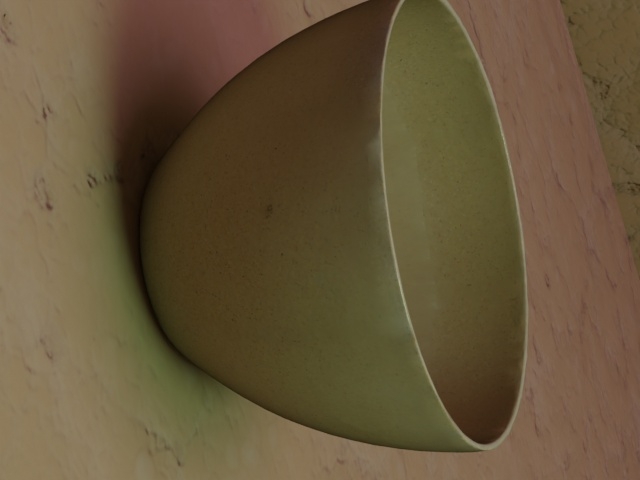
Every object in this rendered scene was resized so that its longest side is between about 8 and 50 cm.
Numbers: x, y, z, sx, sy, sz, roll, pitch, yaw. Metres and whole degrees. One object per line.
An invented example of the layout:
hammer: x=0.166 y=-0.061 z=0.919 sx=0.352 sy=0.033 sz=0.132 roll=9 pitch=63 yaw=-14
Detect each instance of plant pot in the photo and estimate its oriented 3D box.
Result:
plant pot: x=0.000 y=0.000 z=1.121 sx=0.284 sy=0.191 sz=0.284 roll=-9 pitch=90 yaw=-69
